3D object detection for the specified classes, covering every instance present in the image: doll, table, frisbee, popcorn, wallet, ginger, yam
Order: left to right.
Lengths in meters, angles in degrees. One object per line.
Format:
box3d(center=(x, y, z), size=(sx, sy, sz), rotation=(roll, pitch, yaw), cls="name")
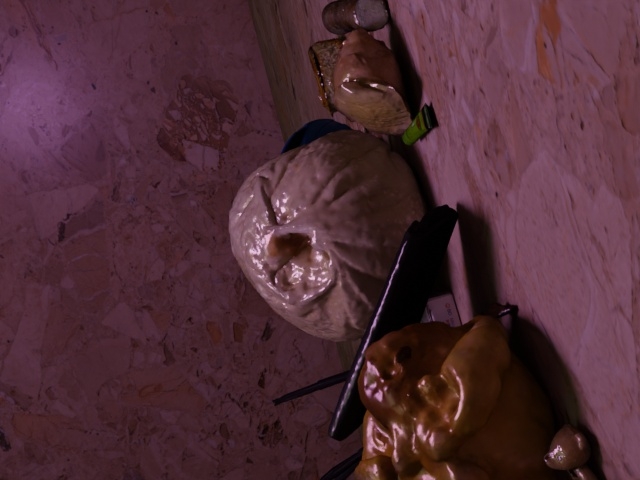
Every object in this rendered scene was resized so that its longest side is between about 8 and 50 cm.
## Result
box3d(center=(0.020, -0.105, 1.607), size=(0.045, 0.242, 0.242), rotation=(3, 113, 49), cls="frisbee")
box3d(center=(0.067, 0.381, 1.846), size=(0.317, 0.249, 0.317), rotation=(57, 171, 14), cls="table")
box3d(center=(0.049, -0.350, 1.344), size=(0.253, 0.061, 0.061), rotation=(-129, 24, -74), cls="yam")
box3d(center=(0.080, -0.225, 1.269), size=(0.193, 0.115, 0.122), rotation=(54, -144, -69), cls="ginger")
box3d(center=(0.096, 0.109, 1.164), size=(0.170, 0.044, 0.321), rotation=(-23, -45, -57), cls="wallet")
box3d(center=(0.149, 0.244, 1.067), size=(0.315, 0.281, 0.297), rotation=(63, 160, -16), cls="popcorn")
box3d(center=(0.278, 0.241, 0.919), size=(0.093, 0.051, 0.061), rotation=(46, -179, -15), cls="doll")

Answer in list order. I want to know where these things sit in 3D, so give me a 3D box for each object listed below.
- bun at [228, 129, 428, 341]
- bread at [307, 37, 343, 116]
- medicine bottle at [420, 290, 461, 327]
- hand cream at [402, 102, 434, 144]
box3d(center=(0.000, 0.000, 1.383), size=(0.352, 0.227, 0.348), rotation=(33, 122, 27), cls="bun")
box3d(center=(0.023, -0.312, 1.642), size=(0.128, 0.069, 0.140), rotation=(-118, 9, -68), cls="bread")
box3d(center=(0.197, 0.181, 1.402), size=(0.171, 0.052, 0.201), rotation=(132, 121, -83), cls="medicine bottle")
box3d(center=(0.137, -0.158, 1.205), size=(0.122, 0.023, 0.036), rotation=(134, 124, -79), cls="hand cream")
